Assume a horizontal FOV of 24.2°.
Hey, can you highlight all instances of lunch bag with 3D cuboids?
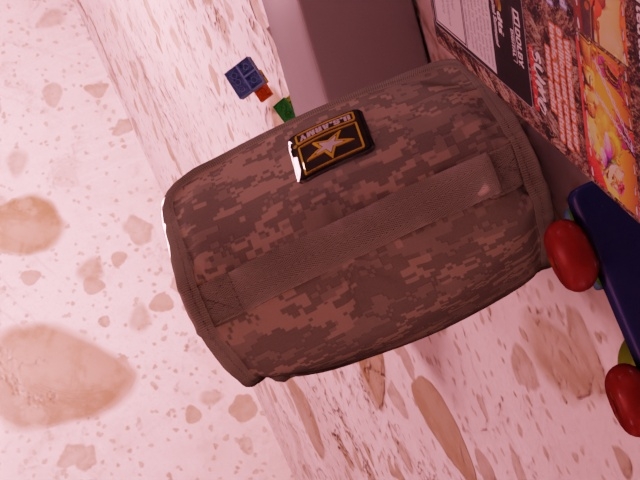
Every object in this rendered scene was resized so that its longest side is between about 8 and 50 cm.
[{"bbox_3d":[0.031,-0.009,1.013,0.287,0.235,0.169,35,-148,-84],"label":"lunch bag"}]

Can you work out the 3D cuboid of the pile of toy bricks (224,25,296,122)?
[{"bbox_3d":[-0.006,-0.112,1.504,0.212,0.118,0.105,57,-162,9],"label":"pile of toy bricks"}]

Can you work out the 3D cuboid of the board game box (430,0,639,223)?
[{"bbox_3d":[0.156,-0.145,0.606,0.291,0.141,0.232,-127,19,-51],"label":"board game box"}]

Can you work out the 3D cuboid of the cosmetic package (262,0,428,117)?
[{"bbox_3d":[0.030,-0.139,1.269,0.127,0.107,0.238,-136,30,-63],"label":"cosmetic package"}]

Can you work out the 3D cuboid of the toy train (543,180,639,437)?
[{"bbox_3d":[0.211,0.079,0.874,0.143,0.105,0.248,94,154,-86],"label":"toy train"}]
